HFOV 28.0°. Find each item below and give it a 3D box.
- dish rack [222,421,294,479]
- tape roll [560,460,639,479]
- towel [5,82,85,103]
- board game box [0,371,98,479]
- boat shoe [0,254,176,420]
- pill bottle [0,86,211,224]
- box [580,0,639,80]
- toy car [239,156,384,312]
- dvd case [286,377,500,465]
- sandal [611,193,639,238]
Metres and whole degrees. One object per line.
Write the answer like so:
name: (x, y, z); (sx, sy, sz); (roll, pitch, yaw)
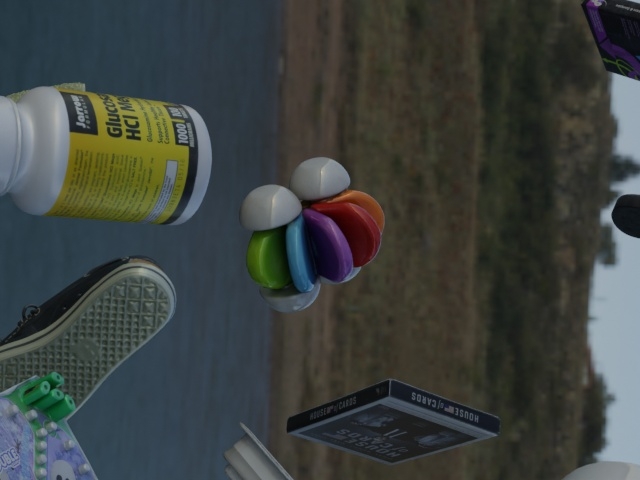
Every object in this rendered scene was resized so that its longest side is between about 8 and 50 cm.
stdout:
dish rack: (0.012, 0.376, 1.447); (0.333, 0.072, 0.285); (43, -12, 38)
tape roll: (0.429, 0.455, 1.802); (0.100, 0.286, 0.286); (-36, 134, -50)
towel: (-0.486, -0.227, 2.285); (0.027, 0.148, 0.110); (90, -12, -67)
board game box: (-0.370, 0.391, 1.738); (0.390, 0.050, 0.390); (61, 18, 0)
boat shoe: (-0.463, 0.196, 2.285); (0.187, 0.500, 0.156); (49, 10, -19)
pill bottle: (-0.344, -0.125, 1.882); (0.188, 0.334, 0.187); (-8, -100, 55)
box: (0.390, -0.227, 1.509); (0.029, 0.162, 0.116); (-48, 133, -15)
toy car: (0.000, 0.000, 1.528); (0.182, 0.136, 0.159); (-31, 121, -33)
dvd case: (0.092, 0.244, 1.694); (0.239, 0.179, 0.029); (-30, -135, 51)
sandal: (0.504, -0.013, 1.694); (0.097, 0.254, 0.054); (51, 56, -36)
